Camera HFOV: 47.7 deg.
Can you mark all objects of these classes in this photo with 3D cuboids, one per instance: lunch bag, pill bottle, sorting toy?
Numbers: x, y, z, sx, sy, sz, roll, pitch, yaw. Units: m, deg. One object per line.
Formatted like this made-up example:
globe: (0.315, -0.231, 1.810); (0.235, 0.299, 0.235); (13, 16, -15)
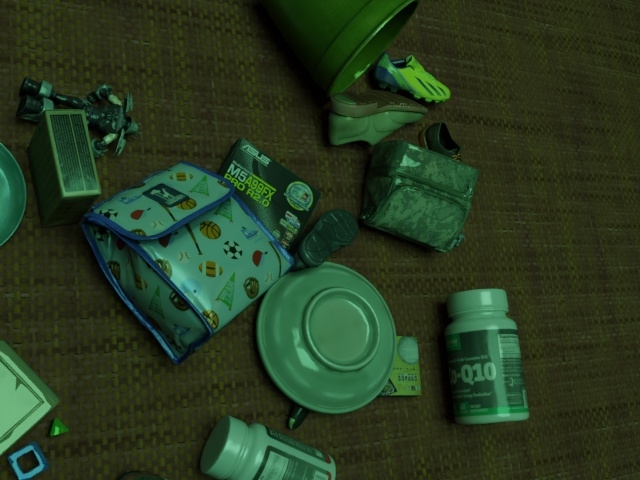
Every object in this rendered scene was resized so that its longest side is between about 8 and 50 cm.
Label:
lunch bag: (0.277, -0.121, 2.072); (0.305, 0.213, 0.255); (18, 88, -22)
pill bottle: (-0.121, 0.520, 1.669); (0.283, 0.161, 0.161); (30, 63, -19)
lunch bag: (-0.306, 0.020, 1.656); (0.385, 0.239, 0.328); (50, 44, 2)
pill bottle: (0.459, 0.328, 2.037); (0.204, 0.204, 0.360); (4, 73, -29)
sorting toy: (-0.669, 0.330, 1.480); (0.347, 0.047, 0.196); (50, 53, -8)

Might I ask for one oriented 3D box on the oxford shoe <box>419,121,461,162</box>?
oxford shoe: (0.392, -0.233, 2.227); (0.097, 0.098, 0.271); (-23, 87, -33)

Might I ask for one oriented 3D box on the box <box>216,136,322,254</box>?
box: (-0.153, -0.107, 1.898); (0.270, 0.060, 0.216); (35, 62, -17)

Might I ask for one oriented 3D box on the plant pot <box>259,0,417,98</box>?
plant pot: (0.020, -0.647, 2.017); (0.353, 0.366, 0.366); (43, 58, 0)

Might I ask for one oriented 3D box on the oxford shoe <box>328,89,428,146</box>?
oxford shoe: (0.162, -0.357, 2.137); (0.397, 0.140, 0.146); (-10, 123, -41)

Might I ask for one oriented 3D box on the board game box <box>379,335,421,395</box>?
board game box: (0.157, 0.338, 1.954); (0.243, 0.042, 0.164); (7, 71, -28)

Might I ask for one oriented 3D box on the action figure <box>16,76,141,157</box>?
action figure: (-0.557, -0.299, 1.706); (0.285, 0.099, 0.185); (15, 61, -30)

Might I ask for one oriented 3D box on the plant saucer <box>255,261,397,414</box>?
plant saucer: (0.038, 0.232, 1.837); (0.401, 0.100, 0.400); (10, 66, -23)

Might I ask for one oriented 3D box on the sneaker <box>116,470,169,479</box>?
sneaker: (-0.310, 0.580, 1.558); (0.276, 0.135, 0.097); (37, 63, -14)

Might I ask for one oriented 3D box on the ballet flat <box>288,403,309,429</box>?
ballet flat: (-0.044, 0.395, 1.827); (0.049, 0.057, 0.173); (13, 61, 20)

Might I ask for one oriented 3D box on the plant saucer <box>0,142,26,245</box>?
plant saucer: (-0.796, -0.100, 1.536); (0.318, 0.044, 0.317); (9, 72, -28)

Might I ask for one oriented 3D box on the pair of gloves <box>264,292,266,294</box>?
pair of gloves: (-0.084, 0.179, 1.875); (0.159, 0.023, 0.198); (14, 69, -26)

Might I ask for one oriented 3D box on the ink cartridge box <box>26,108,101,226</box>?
ink cartridge box: (-0.560, -0.152, 1.573); (0.088, 0.235, 0.193); (-8, 81, -32)

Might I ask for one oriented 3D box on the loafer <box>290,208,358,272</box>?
loafer: (0.000, 0.000, 1.922); (0.109, 0.095, 0.302); (56, 33, -3)

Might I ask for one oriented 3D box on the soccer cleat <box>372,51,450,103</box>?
soccer cleat: (0.293, -0.501, 2.231); (0.289, 0.093, 0.121); (9, 108, -28)
